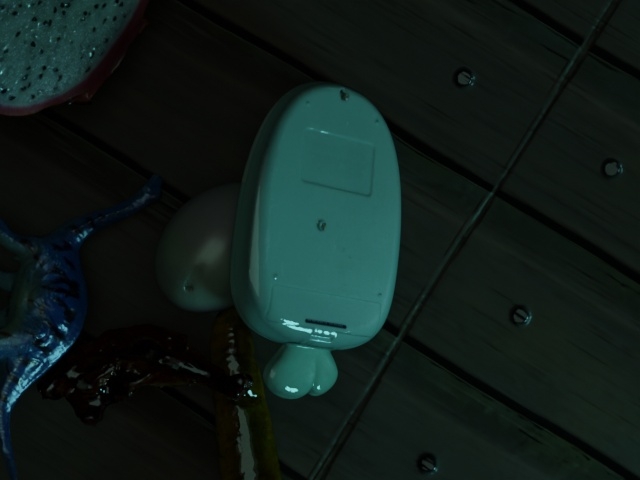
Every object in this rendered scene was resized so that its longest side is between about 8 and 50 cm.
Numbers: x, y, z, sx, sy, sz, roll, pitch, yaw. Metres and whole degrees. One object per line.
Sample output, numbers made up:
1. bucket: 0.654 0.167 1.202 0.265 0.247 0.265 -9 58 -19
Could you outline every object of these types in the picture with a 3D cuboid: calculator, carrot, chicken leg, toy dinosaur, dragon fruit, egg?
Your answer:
1. calculator: 0.000 0.000 1.468 0.184 0.042 0.295 11 82 -38
2. carrot: -0.070 0.212 1.497 0.066 0.066 0.314 -8 82 1
3. chicken leg: -0.168 0.122 1.493 0.219 0.048 0.089 -10 75 14
4. toy dinosaur: -0.276 0.058 1.502 0.144 0.076 0.329 22 70 8
5. dragon fruit: -0.302 -0.271 1.431 0.226 0.305 0.305 33 87 26
6. egg: -0.095 0.007 1.488 0.103 0.103 0.135 41 79 4
